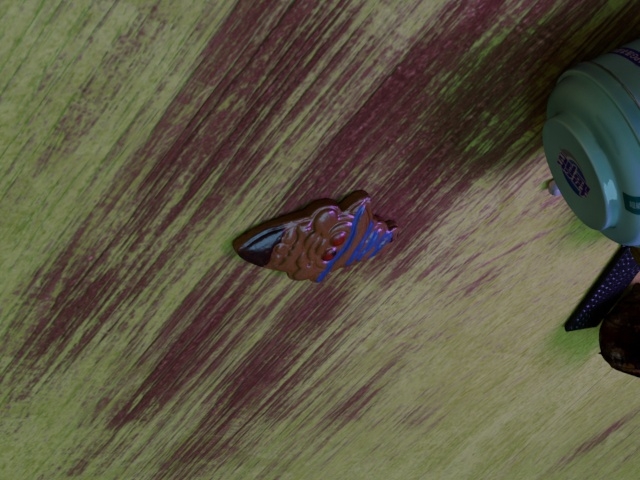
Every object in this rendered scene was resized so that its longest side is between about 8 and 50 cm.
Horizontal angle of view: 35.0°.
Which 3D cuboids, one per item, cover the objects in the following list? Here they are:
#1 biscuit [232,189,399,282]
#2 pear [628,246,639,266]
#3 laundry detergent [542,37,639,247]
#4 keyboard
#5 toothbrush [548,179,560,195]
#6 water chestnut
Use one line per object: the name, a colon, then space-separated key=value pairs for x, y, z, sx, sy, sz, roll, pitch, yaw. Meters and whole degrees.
biscuit: x=0.000 y=0.000 z=1.534 sx=0.280 sy=0.043 sz=0.183 roll=-6 pitch=135 yaw=-32
pear: x=0.631 y=-0.034 z=1.751 sx=0.188 sy=0.211 sz=0.228 roll=-11 pitch=139 yaw=-20
laundry detergent: x=0.496 y=-0.156 z=1.453 sx=0.305 sy=0.287 sz=0.287 roll=-25 pitch=144 yaw=-5
keyboard: x=0.589 y=0.075 z=2.017 sx=0.101 sy=0.018 sz=0.310 roll=-4 pitch=137 yaw=-31
toothbrush: x=0.538 y=-0.146 z=1.709 sx=0.342 sy=0.030 sz=0.025 roll=-23 pitch=143 yaw=-8
water chestnut: x=0.680 y=0.210 z=2.055 sx=0.223 sy=0.223 sz=0.238 roll=-5 pitch=106 yaw=-29
